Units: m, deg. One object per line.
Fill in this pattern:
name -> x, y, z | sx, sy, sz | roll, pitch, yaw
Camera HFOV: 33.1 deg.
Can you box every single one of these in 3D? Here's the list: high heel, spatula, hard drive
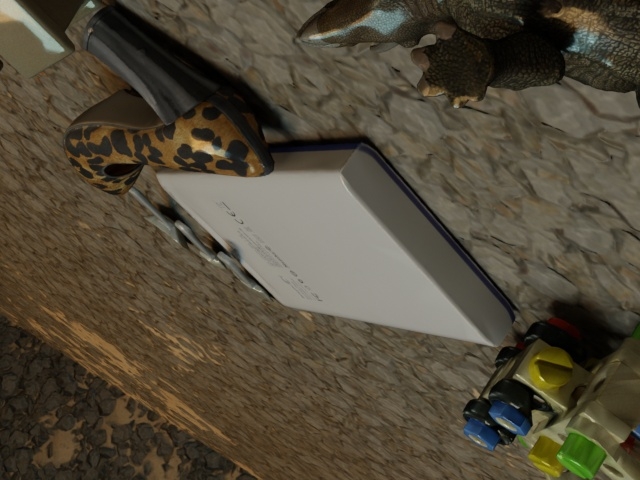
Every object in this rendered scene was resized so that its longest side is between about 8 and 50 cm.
high heel -> -0.130, -0.065, 0.938 | 0.186, 0.093, 0.261 | 40, 153, 10
spatula -> -0.135, 0.006, 1.168 | 0.168, 0.019, 0.242 | 37, 175, 11
hard drive -> 0.000, 0.000, 0.955 | 0.210, 0.040, 0.319 | 46, 159, -26

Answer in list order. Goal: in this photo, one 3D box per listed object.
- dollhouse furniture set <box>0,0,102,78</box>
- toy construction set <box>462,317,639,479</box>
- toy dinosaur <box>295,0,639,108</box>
dollhouse furniture set -> -0.311, -0.165, 0.832 | 0.259, 0.262, 0.135 | -22, 124, 28
toy construction set -> 0.222, 0.168, 0.834 | 0.215, 0.151, 0.327 | 34, 150, 6
toy dinosaur -> 0.134, -0.088, 0.432 | 0.313, 0.160, 0.121 | 18, 114, 14
